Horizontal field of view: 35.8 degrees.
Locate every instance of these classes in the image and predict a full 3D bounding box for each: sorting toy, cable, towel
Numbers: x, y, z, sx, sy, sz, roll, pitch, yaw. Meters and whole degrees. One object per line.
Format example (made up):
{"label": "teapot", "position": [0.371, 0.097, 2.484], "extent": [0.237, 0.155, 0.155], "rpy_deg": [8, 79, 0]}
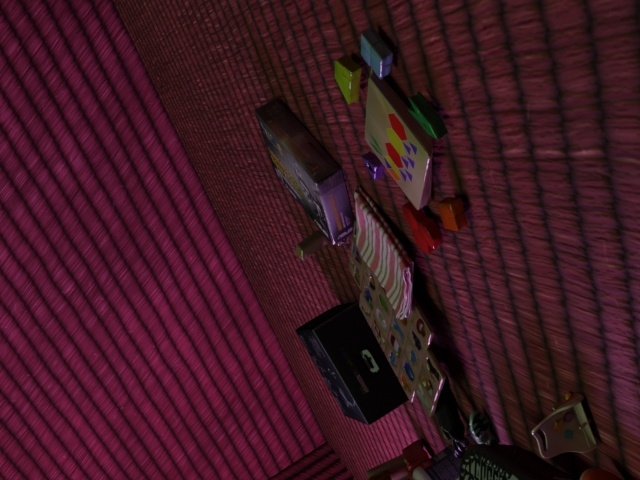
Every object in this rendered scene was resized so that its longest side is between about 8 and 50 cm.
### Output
{"label": "sorting toy", "position": [0.306, 0.240, 1.263], "extent": [0.083, 0.075, 0.045], "rpy_deg": [65, 168, -26]}
{"label": "cable", "position": [0.235, 0.305, 1.824], "extent": [0.150, 0.047, 0.184], "rpy_deg": [53, -165, -62]}
{"label": "towel", "position": [0.099, 0.020, 1.646], "extent": [0.144, 0.029, 0.197], "rpy_deg": [86, 158, -49]}

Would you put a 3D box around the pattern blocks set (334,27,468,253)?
{"label": "pattern blocks set", "position": [0.105, -0.128, 1.306], "extent": [0.285, 0.026, 0.325], "rpy_deg": [57, 169, 11]}

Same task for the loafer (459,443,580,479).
{"label": "loafer", "position": [0.360, 0.386, 1.377], "extent": [0.366, 0.130, 0.133], "rpy_deg": [37, 123, 43]}

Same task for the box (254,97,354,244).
{"label": "box", "position": [-0.027, -0.127, 1.829], "extent": [0.231, 0.056, 0.183], "rpy_deg": [51, 167, 35]}

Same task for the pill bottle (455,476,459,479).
{"label": "pill bottle", "position": [0.332, 0.498, 1.614], "extent": [0.283, 0.161, 0.161], "rpy_deg": [55, 169, 22]}

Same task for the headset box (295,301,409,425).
{"label": "headset box", "position": [0.075, 0.275, 2.253], "extent": [0.246, 0.131, 0.283], "rpy_deg": [59, 169, 1]}

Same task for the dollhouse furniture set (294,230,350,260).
{"label": "dollhouse furniture set", "position": [0.000, 0.000, 1.906], "extent": [0.091, 0.114, 0.081], "rpy_deg": [46, 167, 43]}

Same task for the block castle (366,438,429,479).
{"label": "block castle", "position": [0.288, 0.700, 2.263], "extent": [0.303, 0.213, 0.453], "rpy_deg": [15, -130, -89]}

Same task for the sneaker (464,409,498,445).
{"label": "sneaker", "position": [0.272, 0.327, 1.748], "extent": [0.069, 0.038, 0.098], "rpy_deg": [39, 157, 59]}

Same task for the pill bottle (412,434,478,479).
{"label": "pill bottle", "position": [0.238, 0.461, 1.889], "extent": [0.108, 0.180, 0.108], "rpy_deg": [56, 168, 18]}

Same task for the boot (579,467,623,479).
{"label": "boot", "position": [0.383, 0.323, 1.209], "extent": [0.158, 0.059, 0.084], "rpy_deg": [40, 156, 37]}

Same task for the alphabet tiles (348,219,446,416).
{"label": "alphabet tiles", "position": [0.131, 0.138, 1.777], "extent": [0.285, 0.011, 0.342], "rpy_deg": [94, 153, -57]}
